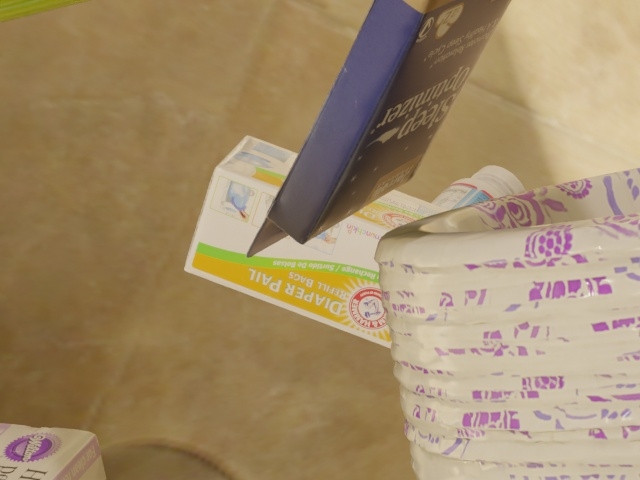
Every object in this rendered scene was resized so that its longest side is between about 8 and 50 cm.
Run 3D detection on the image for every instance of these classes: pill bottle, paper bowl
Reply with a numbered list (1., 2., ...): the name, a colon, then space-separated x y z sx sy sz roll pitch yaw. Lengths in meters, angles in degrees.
1. pill bottle: 0.145 -0.009 1.835 0.087 0.160 0.087 28 140 26
2. paper bowl: 0.169 0.043 0.621 0.284 0.284 0.148 -9 92 16

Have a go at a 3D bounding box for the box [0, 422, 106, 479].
1. box: -0.193 0.187 0.771 0.063 0.324 0.067 3 114 22

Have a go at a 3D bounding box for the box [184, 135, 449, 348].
1. box: 0.000 0.000 1.558 0.203 0.114 0.103 20 111 4

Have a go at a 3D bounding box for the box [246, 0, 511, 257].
1. box: 0.042 -0.082 1.071 0.036 0.136 0.225 40 126 15

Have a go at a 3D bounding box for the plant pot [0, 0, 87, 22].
1. plant pot: -0.085 -0.186 0.541 0.228 0.227 0.207 -16 105 -20
